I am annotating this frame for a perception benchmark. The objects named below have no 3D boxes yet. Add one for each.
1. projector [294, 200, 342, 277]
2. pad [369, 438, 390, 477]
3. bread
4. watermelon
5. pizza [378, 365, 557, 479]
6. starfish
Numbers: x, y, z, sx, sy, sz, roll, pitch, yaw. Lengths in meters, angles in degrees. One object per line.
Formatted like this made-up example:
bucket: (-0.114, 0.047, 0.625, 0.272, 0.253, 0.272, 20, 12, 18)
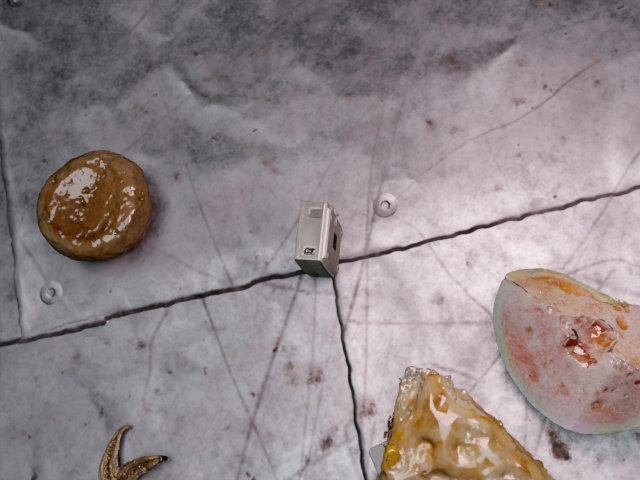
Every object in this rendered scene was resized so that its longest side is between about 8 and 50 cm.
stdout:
projector: (0.000, 0.000, 1.599, 0.061, 0.147, 0.115, 2, 76, 11)
pad: (0.175, 0.385, 1.536, 0.157, 0.003, 0.112, -26, 72, 4)
bread: (-0.436, -0.060, 1.723, 0.230, 0.123, 0.230, -2, 72, 6)
watermelon: (0.443, 0.187, 1.474, 0.175, 0.188, 0.322, -20, 56, -41)
pizza: (0.257, 0.465, 1.458, 0.391, 0.080, 0.435, 16, 83, 14)
starfish: (-0.382, 0.457, 1.610, 0.238, 0.057, 0.213, -19, 65, 2)
